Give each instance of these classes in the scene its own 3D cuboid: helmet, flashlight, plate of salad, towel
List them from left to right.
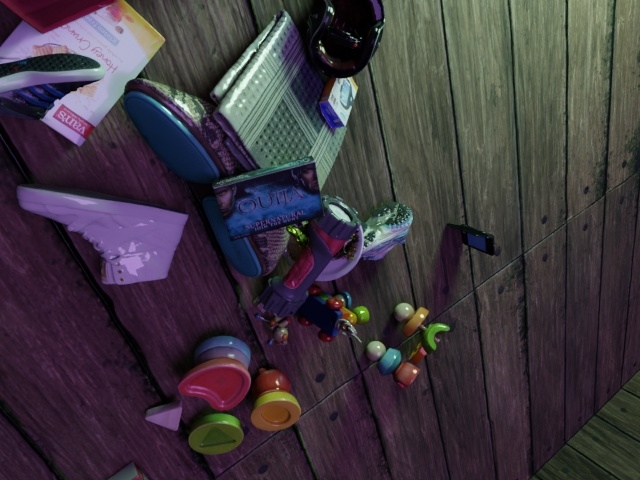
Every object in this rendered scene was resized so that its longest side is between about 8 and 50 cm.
[{"bbox_3d":[-0.069,-0.236,0.967,0.312,0.056,0.324,56,45,-40],"label":"towel"},{"bbox_3d":[-0.035,0.042,1.067,0.103,0.103,0.304,-1,137,-52],"label":"flashlight"},{"bbox_3d":[0.000,0.000,1.122,0.200,0.048,0.199,1,99,8],"label":"plate of salad"},{"bbox_3d":[0.050,-0.431,0.978,0.169,0.169,0.161,38,50,-38],"label":"helmet"}]

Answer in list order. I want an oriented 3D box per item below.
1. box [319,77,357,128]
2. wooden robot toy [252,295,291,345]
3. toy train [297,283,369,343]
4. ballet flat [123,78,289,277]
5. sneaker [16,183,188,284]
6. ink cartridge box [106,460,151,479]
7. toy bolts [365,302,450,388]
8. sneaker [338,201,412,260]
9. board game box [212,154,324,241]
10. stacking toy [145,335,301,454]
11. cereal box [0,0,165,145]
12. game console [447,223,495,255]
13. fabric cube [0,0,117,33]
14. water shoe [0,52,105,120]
[{"bbox_3d":[0.039,-0.313,1.060,0.081,0.028,0.136,46,50,-46],"label":"box"},{"bbox_3d":[-0.100,0.208,1.180,0.076,0.079,0.173,-31,123,-21],"label":"wooden robot toy"},{"bbox_3d":[0.065,0.192,1.183,0.143,0.248,0.105,2,106,-40],"label":"toy train"},{"bbox_3d":[-0.191,-0.135,0.958,0.182,0.164,0.482,-56,137,-31],"label":"ballet flat"},{"bbox_3d":[-0.397,0.001,0.878,0.293,0.108,0.169,12,98,-38],"label":"sneaker"},{"bbox_3d":[-0.436,0.595,1.115,0.099,0.056,0.135,-34,123,-20],"label":"ink cartridge box"},{"bbox_3d":[0.241,0.313,1.453,0.228,0.158,0.218,-48,168,-22],"label":"toy bolts"},{"bbox_3d":[0.120,0.014,1.240,0.283,0.110,0.122,-24,133,-19],"label":"sneaker"},{"bbox_3d":[-0.092,-0.076,0.891,0.186,0.026,0.126,-16,131,-7],"label":"board game box"},{"bbox_3d":[-0.233,0.366,1.167,0.280,0.130,0.309,-33,125,12],"label":"stacking toy"},{"bbox_3d":[-0.400,-0.301,0.794,0.173,0.047,0.240,39,85,-37],"label":"cereal box"},{"bbox_3d":[0.448,-0.003,1.444,0.071,0.122,0.107,-29,122,-22],"label":"game console"},{"bbox_3d":[-0.331,-0.454,0.602,0.259,0.254,0.258,-30,110,-11],"label":"fabric cube"},{"bbox_3d":[-0.432,-0.230,0.739,0.203,0.073,0.080,-17,139,-21],"label":"water shoe"}]
